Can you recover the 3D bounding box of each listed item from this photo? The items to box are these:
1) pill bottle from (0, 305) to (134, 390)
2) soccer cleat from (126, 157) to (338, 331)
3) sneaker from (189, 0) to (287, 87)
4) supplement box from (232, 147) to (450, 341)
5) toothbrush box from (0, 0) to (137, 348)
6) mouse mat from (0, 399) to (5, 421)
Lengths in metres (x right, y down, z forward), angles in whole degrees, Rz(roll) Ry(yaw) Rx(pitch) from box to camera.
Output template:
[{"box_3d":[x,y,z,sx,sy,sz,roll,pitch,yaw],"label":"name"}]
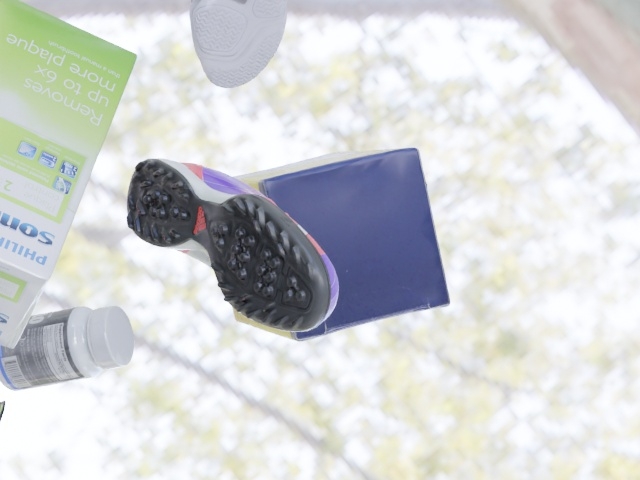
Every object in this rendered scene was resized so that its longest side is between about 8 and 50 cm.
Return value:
[{"box_3d":[-0.272,0.112,2.041,0.137,0.078,0.078,-11,-57,20],"label":"pill bottle"},{"box_3d":[-0.062,-0.002,1.818,0.318,0.116,0.108,29,-69,49],"label":"soccer cleat"},{"box_3d":[-0.104,-0.303,2.019,0.153,0.101,0.268,-122,-153,-52],"label":"sneaker"},{"box_3d":[0.000,0.000,2.368,0.356,0.194,0.195,-173,-110,-76],"label":"supplement box"},{"box_3d":[-0.306,-0.078,1.694,0.206,0.283,0.122,25,-40,-9],"label":"toothbrush box"},{"box_3d":[-0.350,0.228,1.818,0.007,0.152,0.190,26,-20,-22],"label":"mouse mat"}]
